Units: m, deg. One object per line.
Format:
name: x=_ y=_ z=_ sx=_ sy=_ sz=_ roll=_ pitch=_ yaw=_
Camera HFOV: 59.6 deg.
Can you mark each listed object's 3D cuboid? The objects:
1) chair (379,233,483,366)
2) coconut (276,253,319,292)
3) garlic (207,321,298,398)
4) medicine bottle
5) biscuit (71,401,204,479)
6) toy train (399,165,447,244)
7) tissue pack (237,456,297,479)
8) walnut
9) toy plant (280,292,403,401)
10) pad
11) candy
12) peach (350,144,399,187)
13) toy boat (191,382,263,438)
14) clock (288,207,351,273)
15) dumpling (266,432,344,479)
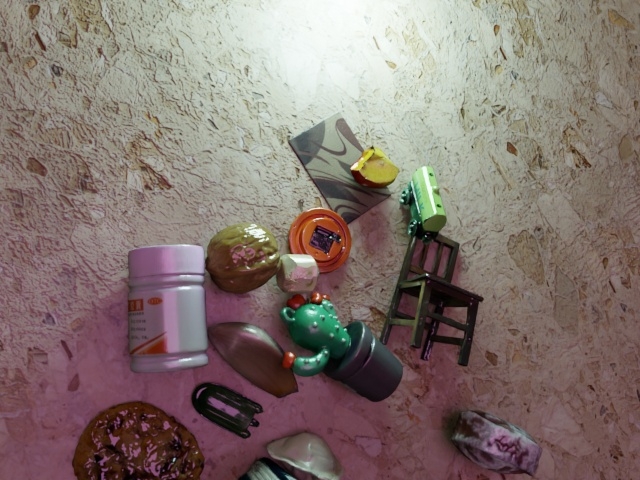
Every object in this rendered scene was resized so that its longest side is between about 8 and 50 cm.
chair: x=0.364 y=0.152 z=1.727 sx=0.203 sy=0.240 sz=0.416 roll=22 pitch=76 yaw=-13
coconut: x=-0.061 y=0.097 z=1.627 sx=0.122 sy=0.116 sz=0.116 roll=-1 pitch=82 yaw=-26
garlic: x=-0.177 y=0.324 z=1.574 sx=0.143 sy=0.112 sz=0.318 roll=-39 pitch=102 yaw=14
medicine bottle: x=-0.401 y=0.178 z=1.470 sx=0.202 sy=0.202 sz=0.315 roll=-1 pitch=81 yaw=-20
biscuit: x=-0.470 y=0.585 z=1.449 sx=0.334 sy=0.081 sz=0.289 roll=31 pitch=72 yaw=-11
toy train: x=0.333 y=-0.116 z=1.770 sx=0.105 sy=0.157 sz=0.253 roll=8 pitch=50 yaw=-15
tissue pack: x=-0.094 y=0.738 z=1.384 sx=0.264 sy=0.416 sz=0.253 roll=47 pitch=73 yaw=-9
walnut: x=-0.221 y=0.050 z=1.562 sx=0.213 sy=0.213 sz=0.213 roll=3 pitch=81 yaw=-19
toy plant: x=0.047 y=0.308 z=1.610 sx=0.400 sy=0.185 sz=0.279 roll=40 pitch=63 yaw=-17
pad: x=0.067 y=-0.233 z=1.807 sx=0.220 sy=0.004 sz=0.330 roll=-35 pitch=94 yaw=-21
candy: x=0.542 y=0.633 z=1.729 sx=0.290 sy=0.214 sz=0.157 roll=30 pitch=74 yaw=-16
peach: x=0.172 y=-0.221 z=1.779 sx=0.151 sy=0.118 sz=0.151 roll=28 pitch=34 yaw=-21
toy boat: x=-0.260 y=0.468 z=1.557 sx=0.210 sy=0.052 sz=0.104 roll=30 pitch=75 yaw=-12
clock: x=0.000 y=0.000 z=1.722 sx=0.205 sy=0.051 sz=0.205 roll=3 pitch=80 yaw=-18
dumpling: x=-0.030 y=0.617 z=1.555 sx=0.126 sy=0.166 sz=0.216 roll=-42 pitch=99 yaw=-1
